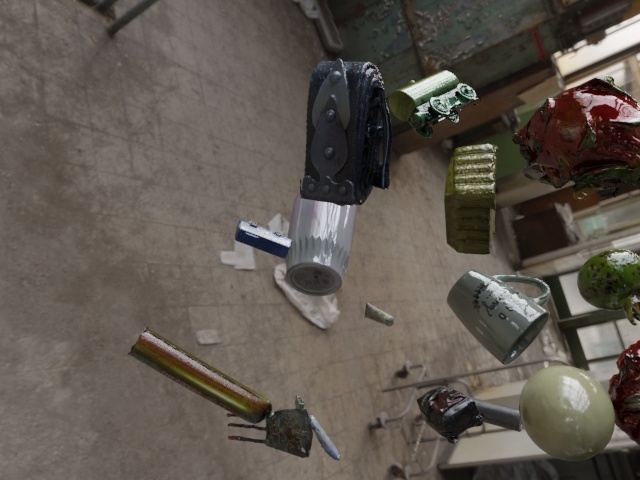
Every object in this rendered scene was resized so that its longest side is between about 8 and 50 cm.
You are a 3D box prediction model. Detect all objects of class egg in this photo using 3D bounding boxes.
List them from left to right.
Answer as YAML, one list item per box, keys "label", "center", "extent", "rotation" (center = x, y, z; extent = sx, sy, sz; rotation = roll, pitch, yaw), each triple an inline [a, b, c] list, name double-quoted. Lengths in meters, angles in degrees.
- label: "egg"
  center: [0.528, 0.372, 1.098]
  extent: [0.253, 0.188, 0.189]
  rotation: [-4, 76, -64]

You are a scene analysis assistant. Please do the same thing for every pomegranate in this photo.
- label: "pomegranate"
  center: [0.939, 0.145, 1.606]
  extent: [0.211, 0.211, 0.263]
  rotation: [40, 21, -43]

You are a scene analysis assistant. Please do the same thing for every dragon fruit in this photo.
- label: "dragon fruit"
  center: [0.470, -0.152, 0.884]
  extent: [0.198, 0.200, 0.269]
  rotation: [6, 51, -41]

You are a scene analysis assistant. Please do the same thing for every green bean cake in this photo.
- label: "green bean cake"
  center: [0.400, -0.109, 1.344]
  extent: [0.236, 0.124, 0.233]
  rotation: [73, 27, -43]

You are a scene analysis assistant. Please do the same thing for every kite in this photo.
- label: "kite"
  center: [-0.137, 0.507, 1.364]
  extent: [0.015, 0.245, 0.141]
  rotation: [-21, 111, -76]

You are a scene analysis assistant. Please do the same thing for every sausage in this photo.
- label: "sausage"
  center: [-0.260, 0.323, 1.166]
  extent: [0.371, 0.082, 0.082]
  rotation: [35, 38, -12]

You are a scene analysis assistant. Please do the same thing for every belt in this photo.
- label: "belt"
  center: [0.050, -0.165, 0.794]
  extent: [0.122, 0.128, 0.218]
  rotation: [-23, 118, -59]

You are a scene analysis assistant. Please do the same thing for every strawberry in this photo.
- label: "strawberry"
  center: [0.803, 0.356, 1.179]
  extent: [0.257, 0.261, 0.261]
  rotation: [22, 53, -66]

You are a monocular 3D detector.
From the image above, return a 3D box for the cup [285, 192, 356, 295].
- label: "cup"
  center: [0.000, 0.000, 1.890]
  extent: [0.253, 0.253, 0.372]
  rotation: [47, 36, -37]

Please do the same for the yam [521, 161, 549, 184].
- label: "yam"
  center: [0.807, -0.325, 1.720]
  extent: [0.131, 0.280, 0.131]
  rotation: [29, 9, -5]

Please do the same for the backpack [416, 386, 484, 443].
- label: "backpack"
  center: [0.318, 0.432, 1.301]
  extent: [0.120, 0.165, 0.106]
  rotation: [-27, 103, -21]

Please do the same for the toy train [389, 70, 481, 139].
- label: "toy train"
  center: [0.351, -0.435, 1.552]
  extent: [0.307, 0.126, 0.189]
  rotation: [-32, 83, -36]

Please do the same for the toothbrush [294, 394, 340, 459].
- label: "toothbrush"
  center: [-0.018, 0.620, 1.697]
  extent: [0.035, 0.413, 0.042]
  rotation: [1, 98, -21]

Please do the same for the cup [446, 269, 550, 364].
- label: "cup"
  center: [0.514, 0.179, 1.439]
  extent: [0.234, 0.258, 0.186]
  rotation: [45, -17, 34]

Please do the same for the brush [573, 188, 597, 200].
- label: "brush"
  center: [0.871, -0.200, 1.522]
  extent: [0.103, 0.272, 0.013]
  rotation: [36, 49, -2]

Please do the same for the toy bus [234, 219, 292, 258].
- label: "toy bus"
  center: [-0.152, -0.003, 1.348]
  extent: [0.152, 0.051, 0.061]
  rotation: [21, 23, -8]

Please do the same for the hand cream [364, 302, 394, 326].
- label: "hand cream"
  center: [0.217, 0.284, 1.908]
  extent: [0.039, 0.143, 0.061]
  rotation: [-4, 106, -37]

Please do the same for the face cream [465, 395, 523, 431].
- label: "face cream"
  center: [0.560, 0.594, 1.778]
  extent: [0.073, 0.283, 0.073]
  rotation: [-8, 100, -54]
